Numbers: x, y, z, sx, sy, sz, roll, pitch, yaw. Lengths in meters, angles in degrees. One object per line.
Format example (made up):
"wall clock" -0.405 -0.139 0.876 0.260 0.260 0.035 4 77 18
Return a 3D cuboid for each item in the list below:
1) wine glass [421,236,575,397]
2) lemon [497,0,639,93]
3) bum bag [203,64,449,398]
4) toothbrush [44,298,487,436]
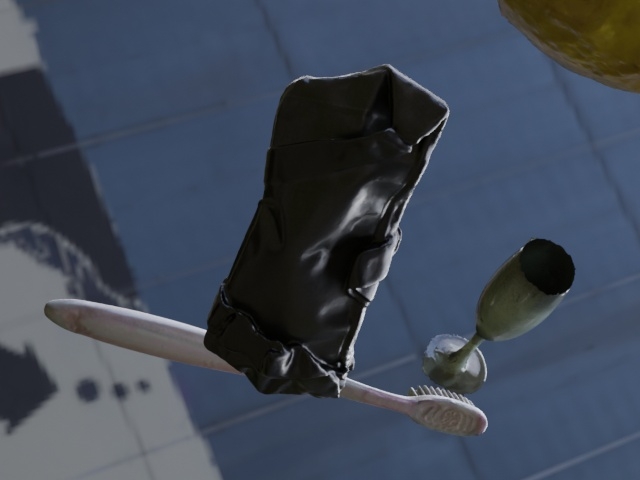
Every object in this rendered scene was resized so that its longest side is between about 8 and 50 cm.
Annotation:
"wine glass" 0.153 0.066 1.401 0.066 0.066 0.198 63 -31 18
"lemon" 0.243 -0.217 1.182 0.233 0.288 0.233 -33 -130 50
"bum bag" 0.000 0.000 0.867 0.049 0.087 0.198 -90 -161 -68
"toothbrush" -0.030 0.080 1.063 0.029 0.307 0.025 -120 -131 -64
